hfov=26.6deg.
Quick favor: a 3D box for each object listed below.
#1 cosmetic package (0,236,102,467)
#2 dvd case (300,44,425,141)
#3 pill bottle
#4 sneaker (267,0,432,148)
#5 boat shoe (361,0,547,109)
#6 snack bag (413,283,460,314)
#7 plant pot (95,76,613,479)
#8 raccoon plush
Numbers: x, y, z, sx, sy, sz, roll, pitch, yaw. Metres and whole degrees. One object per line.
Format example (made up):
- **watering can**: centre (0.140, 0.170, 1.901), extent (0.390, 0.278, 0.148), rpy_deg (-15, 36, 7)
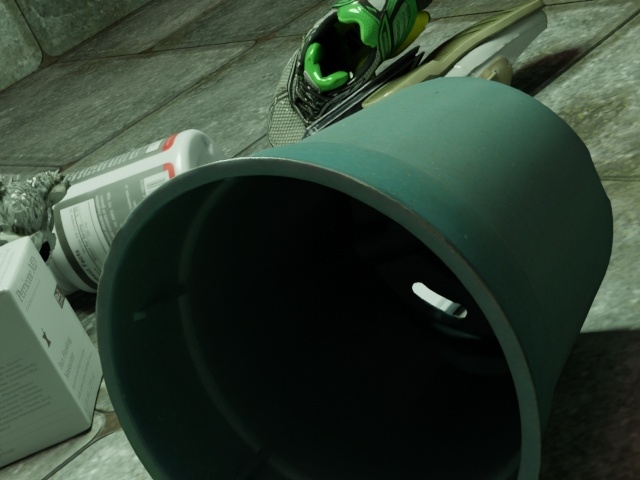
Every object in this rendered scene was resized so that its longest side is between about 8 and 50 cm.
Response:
- **cosmetic package**: centre (-0.349, 0.125, 1.468), extent (0.151, 0.184, 0.151), rpy_deg (-24, 22, 6)
- **dvd case**: centre (0.039, -0.156, 1.793), extent (0.221, 0.018, 0.164), rpy_deg (-38, -12, -30)
- **pill bottle**: centre (-0.257, -0.026, 1.751), extent (0.283, 0.161, 0.161), rpy_deg (-18, 22, 19)
- **sneaker**: centre (0.005, -0.228, 1.805), extent (0.146, 0.134, 0.343), rpy_deg (-37, -11, -42)
- **boat shoe**: centre (0.189, -0.208, 1.752), extent (0.302, 0.103, 0.113), rpy_deg (-36, 12, -22)
- **snack bag**: centre (0.053, 0.027, 1.448), extent (0.342, 0.037, 0.323), rpy_deg (-3, 30, 45)
- **plant pot**: centre (0.060, 0.038, 1.049), extent (0.341, 0.341, 0.334), rpy_deg (-12, 18, 33)
- **raccoon plush**: centre (-0.510, -0.016, 1.642), extent (0.446, 0.299, 0.216), rpy_deg (27, 19, 15)
